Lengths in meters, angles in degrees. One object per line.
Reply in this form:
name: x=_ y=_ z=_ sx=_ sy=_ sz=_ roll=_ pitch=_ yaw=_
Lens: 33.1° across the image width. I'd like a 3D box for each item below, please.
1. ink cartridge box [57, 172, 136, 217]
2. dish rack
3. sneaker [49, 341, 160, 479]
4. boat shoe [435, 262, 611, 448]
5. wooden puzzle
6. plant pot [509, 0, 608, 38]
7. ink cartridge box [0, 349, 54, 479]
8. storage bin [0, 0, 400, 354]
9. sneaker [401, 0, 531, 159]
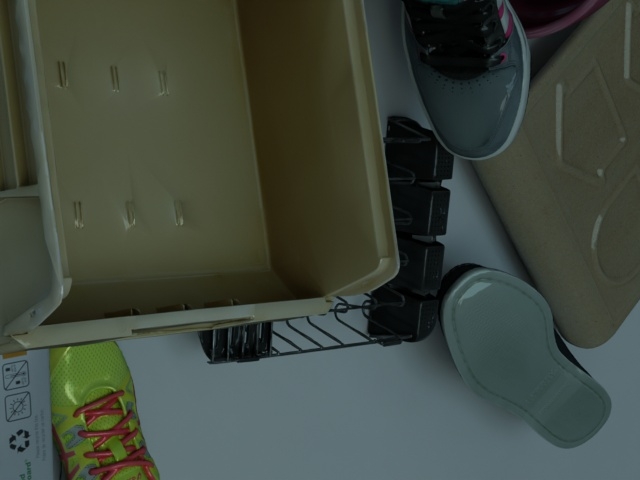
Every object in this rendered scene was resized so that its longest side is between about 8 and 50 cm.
ink cartridge box: x=-0.215 y=-0.012 z=0.708 sx=0.143 sy=0.090 sz=0.092 roll=23 pitch=86 yaw=-40
dish rack: x=0.000 y=0.000 z=0.911 sx=0.272 sy=0.074 sz=0.208 roll=-4 pitch=103 yaw=-38
sneaker: x=-0.156 y=0.157 z=0.802 sx=0.081 sy=0.094 sz=0.208 roll=-22 pitch=114 yaw=-33
boat shoe: x=0.189 y=0.111 z=1.087 sx=0.114 sy=0.091 sz=0.302 roll=-41 pitch=129 yaw=-2
wooden puzzle: x=0.315 y=-0.106 z=1.149 sx=0.348 sy=0.080 sz=0.322 roll=-45 pitch=126 yaw=-16
plant pot: x=0.204 y=-0.290 z=0.934 sx=0.180 sy=0.201 sz=0.201 roll=-30 pitch=121 yaw=-48
ink cartridge box: x=-0.316 y=0.211 z=0.682 sx=0.307 sy=0.072 sz=0.303 roll=-7 pitch=103 yaw=-39
storage bin: x=-0.093 y=-0.074 z=0.674 sx=0.262 sy=0.123 sz=0.260 roll=-3 pitch=83 yaw=-46
sneaker: x=0.094 y=-0.186 z=0.818 sx=0.178 sy=0.124 sz=0.295 roll=-44 pitch=128 yaw=-60
